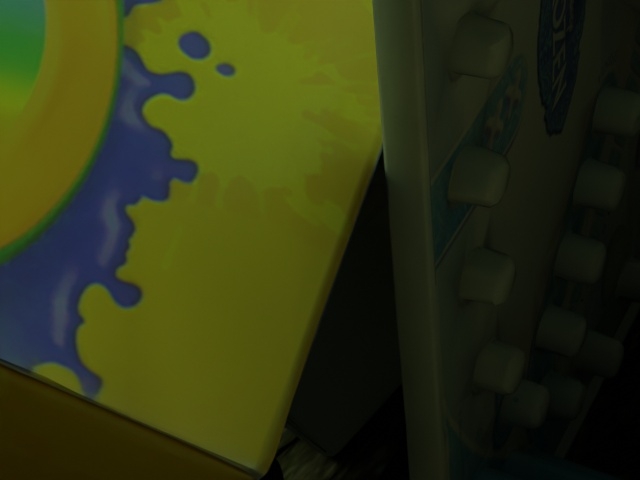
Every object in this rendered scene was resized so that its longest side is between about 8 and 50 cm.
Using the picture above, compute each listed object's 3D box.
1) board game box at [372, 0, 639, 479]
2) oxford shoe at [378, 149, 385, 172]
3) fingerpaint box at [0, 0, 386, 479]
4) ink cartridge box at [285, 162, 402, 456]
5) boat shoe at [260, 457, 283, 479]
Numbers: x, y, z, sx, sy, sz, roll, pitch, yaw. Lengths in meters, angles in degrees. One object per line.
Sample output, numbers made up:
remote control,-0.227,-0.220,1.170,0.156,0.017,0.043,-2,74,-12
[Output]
board game box,0.125,-0.127,0.560,0.390,0.050,0.390,-56,-28,-37
oxford shoe,0.134,-0.146,0.866,0.169,0.130,0.449,-3,43,28
fingerpaint box,-0.071,-0.055,0.654,0.371,0.163,0.445,120,171,-53
ink cartridge box,0.000,0.000,0.973,0.172,0.100,0.237,-48,13,-6
boat shoe,-0.117,0.182,0.788,0.285,0.103,0.092,-46,7,-31
